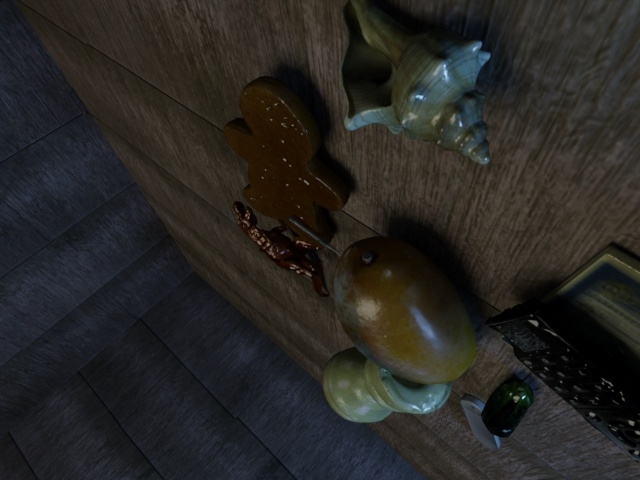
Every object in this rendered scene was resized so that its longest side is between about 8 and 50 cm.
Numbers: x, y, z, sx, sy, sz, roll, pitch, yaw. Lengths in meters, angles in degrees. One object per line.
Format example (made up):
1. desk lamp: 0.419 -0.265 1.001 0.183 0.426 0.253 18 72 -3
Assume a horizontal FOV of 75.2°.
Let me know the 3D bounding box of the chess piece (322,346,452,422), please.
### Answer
1. chess piece: 0.171 0.382 1.137 0.234 0.234 0.442 44 153 5

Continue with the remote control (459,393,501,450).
1. remote control: 0.423 0.482 1.094 0.077 0.022 0.244 17 144 46

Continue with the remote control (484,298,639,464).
1. remote control: 0.411 0.226 0.563 0.399 0.062 0.144 41 158 4

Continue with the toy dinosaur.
1. toy dinosaur: -0.055 0.053 1.087 0.208 0.097 0.432 -1 138 51

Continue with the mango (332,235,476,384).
1. mango: 0.159 0.143 0.755 0.222 0.198 0.384 10 152 45

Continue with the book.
1. book: 0.400 0.150 0.556 0.228 0.018 0.322 37 157 18

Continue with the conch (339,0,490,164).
1. conch: 0.092 -0.157 0.440 0.114 0.137 0.234 26 -167 -50

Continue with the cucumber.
1. cucumber: 0.382 0.340 0.855 0.074 0.074 0.241 32 152 31

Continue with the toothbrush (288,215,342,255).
1. toothbrush: 0.000 0.000 0.886 0.167 0.011 0.014 36 165 2

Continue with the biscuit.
1. biscuit: -0.059 -0.141 0.804 0.283 0.064 0.432 32 157 16
